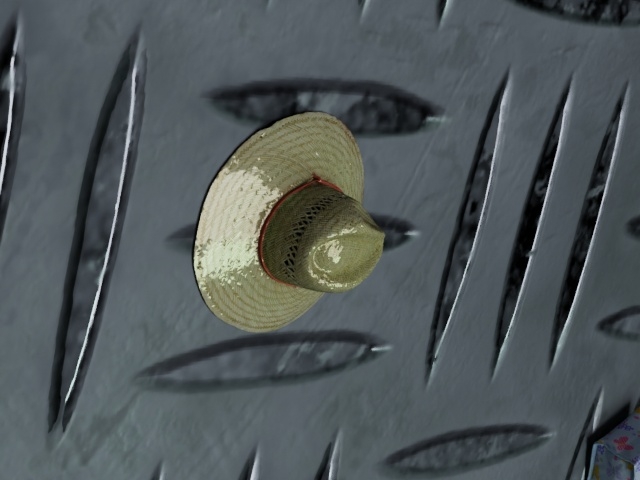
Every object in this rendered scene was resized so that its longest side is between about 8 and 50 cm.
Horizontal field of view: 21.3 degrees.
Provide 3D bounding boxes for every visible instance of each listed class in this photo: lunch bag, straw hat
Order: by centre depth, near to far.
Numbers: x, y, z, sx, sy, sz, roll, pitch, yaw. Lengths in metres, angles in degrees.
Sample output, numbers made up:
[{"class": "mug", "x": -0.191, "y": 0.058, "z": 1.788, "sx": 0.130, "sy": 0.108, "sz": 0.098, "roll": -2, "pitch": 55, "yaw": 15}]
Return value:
[{"class": "straw hat", "x": 0.000, "y": 0.000, "z": 0.967, "sx": 0.144, "sy": 0.061, "sz": 0.144, "roll": -26, "pitch": 127, "yaw": -42}, {"class": "lunch bag", "x": 0.256, "y": 0.189, "z": 1.396, "sx": 0.071, "sy": 0.053, "sz": 0.083, "roll": -29, "pitch": 138, "yaw": -39}]
